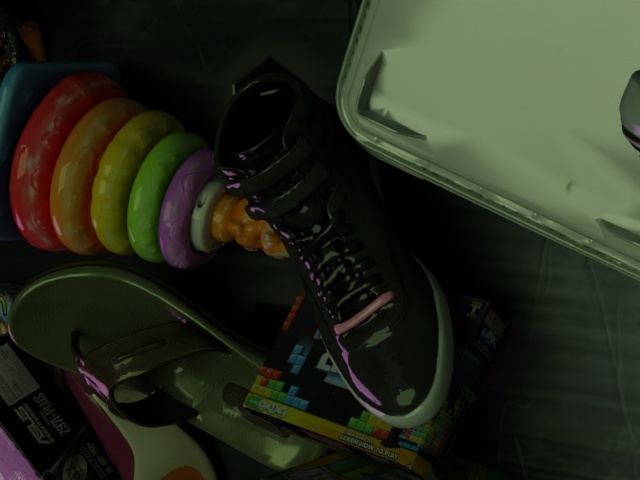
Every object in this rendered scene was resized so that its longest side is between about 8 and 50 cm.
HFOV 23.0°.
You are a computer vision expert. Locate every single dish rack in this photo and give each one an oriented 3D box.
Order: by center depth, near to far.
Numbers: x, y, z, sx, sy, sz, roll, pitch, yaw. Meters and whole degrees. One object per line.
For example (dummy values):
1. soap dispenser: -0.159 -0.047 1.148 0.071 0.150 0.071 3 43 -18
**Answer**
1. dish rack: 0.167 -0.132 1.060 0.333 0.072 0.285 27 113 20

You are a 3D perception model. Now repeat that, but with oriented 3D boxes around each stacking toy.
1. stacking toy: -0.129 -0.039 1.339 0.302 0.175 0.166 19 104 23

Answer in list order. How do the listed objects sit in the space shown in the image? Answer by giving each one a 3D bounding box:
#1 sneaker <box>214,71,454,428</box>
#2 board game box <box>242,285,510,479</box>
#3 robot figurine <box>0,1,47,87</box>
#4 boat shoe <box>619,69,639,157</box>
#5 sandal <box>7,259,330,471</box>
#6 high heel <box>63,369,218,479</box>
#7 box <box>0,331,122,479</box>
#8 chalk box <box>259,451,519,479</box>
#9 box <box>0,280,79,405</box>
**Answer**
1. sneaker: 0.000 0.000 1.159 0.104 0.147 0.296 -33 55 20
2. board game box: 0.042 0.097 1.215 0.170 0.048 0.141 15 72 38
3. robot figurine: -0.343 -0.241 1.446 0.211 0.085 0.291 24 146 35
4. boat shoe: 0.320 0.007 0.922 0.335 0.121 0.119 27 119 15
5. sandal: -0.130 0.110 1.321 0.302 0.086 0.120 24 121 11
6. high heel: -0.164 0.195 1.453 0.244 0.082 0.117 55 165 1
7. box: -0.293 0.201 1.504 0.180 0.077 0.147 52 136 6
8. chalk box: 0.032 0.242 1.181 0.132 0.213 0.132 17 107 37
9. box: -0.318 0.099 1.574 0.207 0.036 0.114 4 99 40
